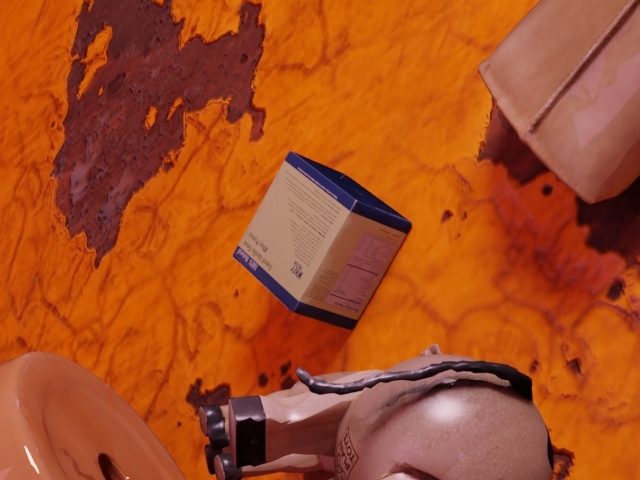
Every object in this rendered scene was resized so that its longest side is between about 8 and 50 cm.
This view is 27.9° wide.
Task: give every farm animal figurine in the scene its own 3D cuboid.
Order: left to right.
[{"bbox_3d":[0.048,0.158,0.643,0.327,0.172,0.330,93,163,-53],"label":"farm animal figurine"}]

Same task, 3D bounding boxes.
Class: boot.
[{"bbox_3d":[0.222,-0.118,0.646,0.269,0.089,0.236,-49,35,22],"label":"boot"}]

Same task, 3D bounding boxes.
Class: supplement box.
[{"bbox_3d":[0.000,0.000,0.851,0.083,0.056,0.083,39,104,47],"label":"supplement box"}]

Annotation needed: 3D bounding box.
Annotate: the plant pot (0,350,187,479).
[{"bbox_3d":[-0.205,0.211,0.846,0.203,0.291,0.291,-37,48,8],"label":"plant pot"}]
